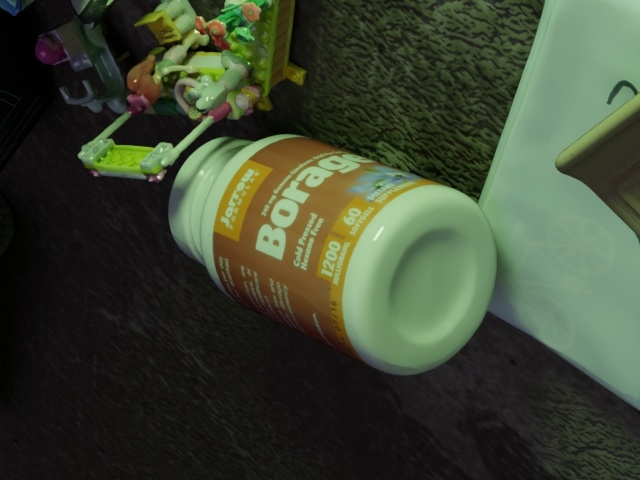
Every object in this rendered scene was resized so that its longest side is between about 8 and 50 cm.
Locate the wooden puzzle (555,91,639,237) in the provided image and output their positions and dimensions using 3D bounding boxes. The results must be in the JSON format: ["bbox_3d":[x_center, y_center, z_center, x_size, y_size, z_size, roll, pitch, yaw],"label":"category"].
[{"bbox_3d":[0.266,-0.014,0.992,0.238,0.044,0.221,41,145,-7],"label":"wooden puzzle"}]

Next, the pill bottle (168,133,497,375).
[{"bbox_3d":[0.000,0.000,1.261,0.216,0.121,0.121,22,141,47],"label":"pill bottle"}]

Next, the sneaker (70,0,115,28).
[{"bbox_3d":[-0.159,-0.176,1.271,0.043,0.109,0.040,29,114,-34],"label":"sneaker"}]

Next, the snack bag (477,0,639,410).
[{"bbox_3d":[0.233,0.022,1.130,0.342,0.037,0.323,35,145,15],"label":"snack bag"}]

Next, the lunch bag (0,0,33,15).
[{"bbox_3d":[-0.197,-0.239,1.219,0.151,0.129,0.096,39,146,11],"label":"lunch bag"}]

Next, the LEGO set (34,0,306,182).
[{"bbox_3d":[-0.090,-0.114,1.259,0.132,0.107,0.287,52,146,-11],"label":"LEGO set"}]

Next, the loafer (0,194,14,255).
[{"bbox_3d":[-0.364,-0.068,1.609,0.251,0.094,0.087,50,142,-8],"label":"loafer"}]

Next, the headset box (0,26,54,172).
[{"bbox_3d":[-0.363,-0.164,1.385,0.246,0.131,0.283,27,165,25],"label":"headset box"}]
